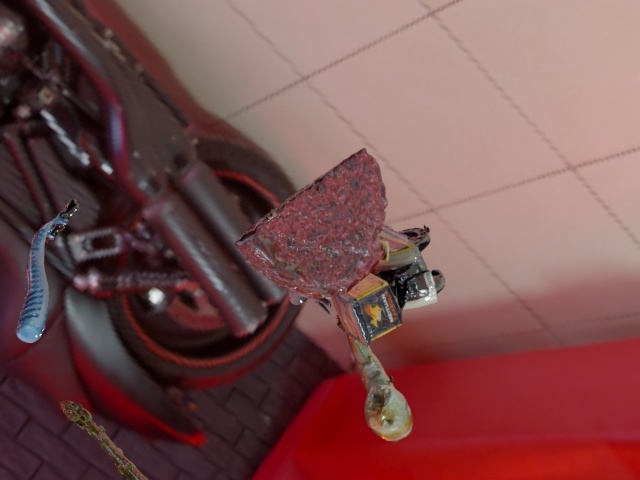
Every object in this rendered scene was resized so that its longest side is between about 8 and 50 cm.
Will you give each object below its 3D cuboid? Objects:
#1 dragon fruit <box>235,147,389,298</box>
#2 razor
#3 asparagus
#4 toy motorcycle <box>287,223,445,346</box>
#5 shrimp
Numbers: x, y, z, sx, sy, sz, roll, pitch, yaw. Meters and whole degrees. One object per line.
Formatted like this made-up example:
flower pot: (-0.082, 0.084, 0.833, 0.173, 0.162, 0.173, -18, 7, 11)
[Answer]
dragon fruit: (0.000, 0.000, 1.109, 0.106, 0.162, 0.083, 53, 159, -5)
razor: (-0.363, 0.040, 1.516, 0.042, 0.253, 0.082, 34, 119, -27)
asparagus: (-0.203, 0.211, 1.150, 0.023, 0.022, 0.233, 24, -176, -42)
toy motorcycle: (0.045, 0.035, 1.397, 0.263, 0.157, 0.091, 23, 138, 64)
shrimp: (0.059, 0.149, 1.330, 0.161, 0.049, 0.166, 55, -168, -77)
